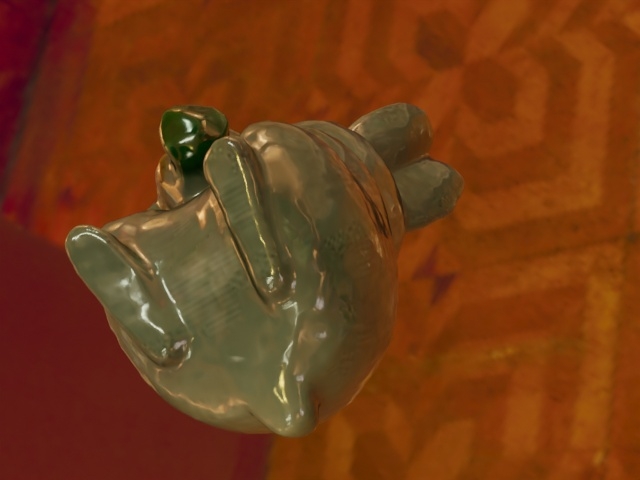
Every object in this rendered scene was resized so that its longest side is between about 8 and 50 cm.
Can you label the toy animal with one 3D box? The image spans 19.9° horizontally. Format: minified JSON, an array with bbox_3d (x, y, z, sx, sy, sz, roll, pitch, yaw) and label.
[{"bbox_3d":[-0.009,0.005,0.745,0.108,0.236,0.138,-29,84,17],"label":"toy animal"}]
